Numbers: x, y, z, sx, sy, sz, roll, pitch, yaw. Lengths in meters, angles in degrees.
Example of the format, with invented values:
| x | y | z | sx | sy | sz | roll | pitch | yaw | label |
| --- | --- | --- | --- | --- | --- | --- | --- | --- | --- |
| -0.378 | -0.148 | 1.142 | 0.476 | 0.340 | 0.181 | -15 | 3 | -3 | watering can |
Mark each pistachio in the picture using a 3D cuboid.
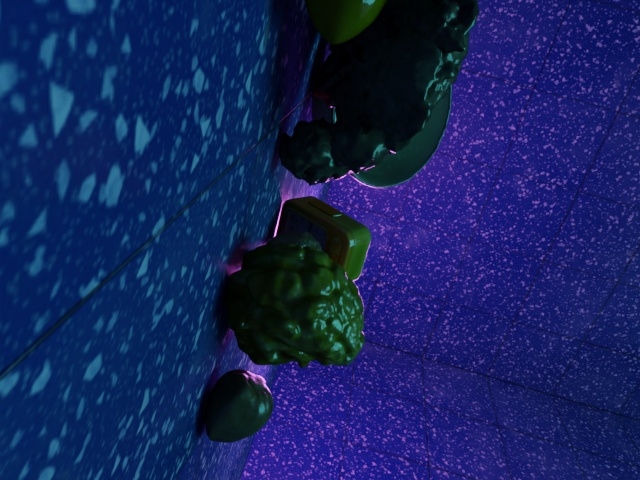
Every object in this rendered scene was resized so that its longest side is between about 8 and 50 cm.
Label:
| x | y | z | sx | sy | sz | roll | pitch | yaw | label |
| --- | --- | --- | --- | --- | --- | --- | --- | --- | --- |
| -0.144 | 0.292 | 0.866 | 0.126 | 0.108 | 0.186 | -43 | 166 | -38 | pistachio |

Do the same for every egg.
| x | y | z | sx | sy | sz | roll | pitch | yaw | label |
| --- | --- | --- | --- | --- | --- | --- | --- | --- | --- |
| -0.061 | 0.040 | 1.008 | 0.140 | 0.116 | 0.118 | -40 | -175 | -18 | egg |

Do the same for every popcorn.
| x | y | z | sx | sy | sz | roll | pitch | yaw | label |
| --- | --- | --- | --- | --- | --- | --- | --- | --- | --- |
| -0.034 | 0.119 | 0.810 | 0.286 | 0.225 | 0.174 | 100 | 9 | -61 | popcorn |

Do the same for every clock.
| x | y | z | sx | sy | sz | roll | pitch | yaw | label |
| --- | --- | --- | --- | --- | --- | --- | --- | --- | --- |
| 0.000 | 0.000 | 1.099 | 0.096 | 0.202 | 0.144 | -17 | 129 | -45 | clock |

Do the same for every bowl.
| x | y | z | sx | sy | sz | roll | pitch | yaw | label |
| --- | --- | --- | --- | --- | --- | --- | --- | --- | --- |
| 0.112 | -0.311 | 1.140 | 0.185 | 0.353 | 0.354 | 30 | -71 | 47 | bowl |

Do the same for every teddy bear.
| x | y | z | sx | sy | sz | roll | pitch | yaw | label |
| --- | --- | --- | --- | --- | --- | --- | --- | --- | --- |
| 0.089 | -0.259 | 0.737 | 0.367 | 0.224 | 0.358 | 159 | -52 | -81 | teddy bear |

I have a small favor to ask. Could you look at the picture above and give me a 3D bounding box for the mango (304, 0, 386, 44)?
| x | y | z | sx | sy | sz | roll | pitch | yaw | label |
| --- | --- | --- | --- | --- | --- | --- | --- | --- | --- |
| 0.059 | -0.385 | 0.587 | 0.195 | 0.142 | 0.332 | 95 | 10 | -50 | mango |
